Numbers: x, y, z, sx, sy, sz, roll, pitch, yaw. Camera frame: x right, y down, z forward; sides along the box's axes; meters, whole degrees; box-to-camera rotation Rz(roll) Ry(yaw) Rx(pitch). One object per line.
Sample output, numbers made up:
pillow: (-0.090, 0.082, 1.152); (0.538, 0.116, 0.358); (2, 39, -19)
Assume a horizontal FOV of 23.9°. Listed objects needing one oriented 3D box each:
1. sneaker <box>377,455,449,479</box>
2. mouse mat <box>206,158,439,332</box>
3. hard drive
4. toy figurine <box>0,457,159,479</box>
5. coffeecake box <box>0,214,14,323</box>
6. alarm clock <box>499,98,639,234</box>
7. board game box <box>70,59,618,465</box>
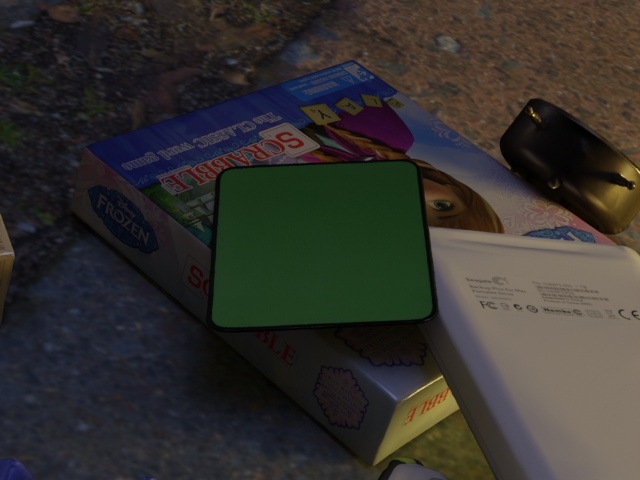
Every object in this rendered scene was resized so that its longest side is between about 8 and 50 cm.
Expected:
sneaker: (0.042, 0.255, 0.752); (0.147, 0.145, 0.385); (24, 37, 8)
mouse mat: (0.000, 0.000, 1.045); (0.152, 0.007, 0.190); (-2, 38, 1)
hard drive: (0.181, 0.096, 0.986); (0.203, 0.040, 0.307); (5, 32, -21)
toy figurine: (-0.122, 0.173, 0.576); (0.362, 0.217, 0.191); (-11, 33, 28)
coffeecake box: (-0.315, -0.008, 1.011); (0.185, 0.068, 0.142); (-2, 41, -26)
alarm clock: (0.215, -0.056, 1.285); (0.129, 0.064, 0.192); (38, 3, 12)
board game box: (0.031, -0.004, 1.168); (0.318, 0.066, 0.318); (38, 39, 24)
